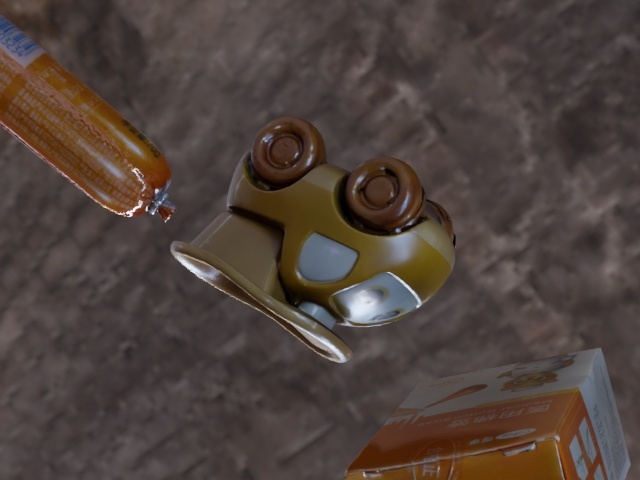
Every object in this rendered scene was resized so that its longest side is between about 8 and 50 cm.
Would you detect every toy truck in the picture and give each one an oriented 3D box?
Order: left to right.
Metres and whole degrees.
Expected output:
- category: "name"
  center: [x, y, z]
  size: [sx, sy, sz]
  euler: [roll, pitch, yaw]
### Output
- category: "toy truck"
  center: [0.000, 0.000, 1.916]
  size: [0.211, 0.288, 0.204]
  euler: [-60, 155, -8]

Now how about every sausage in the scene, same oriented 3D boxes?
- category: "sausage"
  center: [-0.271, -0.128, 1.802]
  size: [0.093, 0.312, 0.093]
  euler: [-51, 179, -2]

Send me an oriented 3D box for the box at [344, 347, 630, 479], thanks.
- category: "box"
  center: [0.179, 0.235, 1.771]
  size: [0.225, 0.143, 0.341]
  euler: [-13, -172, 19]
